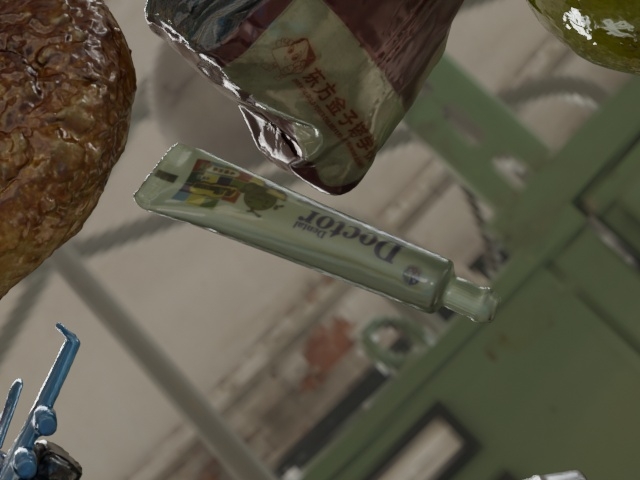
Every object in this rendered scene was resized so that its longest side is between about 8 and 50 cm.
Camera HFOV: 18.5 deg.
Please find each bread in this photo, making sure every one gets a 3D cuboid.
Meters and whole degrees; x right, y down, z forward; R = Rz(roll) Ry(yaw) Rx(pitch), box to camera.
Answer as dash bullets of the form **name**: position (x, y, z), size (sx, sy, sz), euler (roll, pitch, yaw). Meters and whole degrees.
- **bread**: position (-0.153, -0.037, 0.752), size (0.193, 0.193, 0.064), euler (-42, -52, -5)

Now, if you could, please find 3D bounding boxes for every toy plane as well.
- **toy plane**: position (-0.225, 0.186, 1.350), size (0.105, 0.271, 0.254), euler (31, -85, -24)

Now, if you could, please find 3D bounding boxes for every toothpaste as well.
- **toothpaste**: position (0.000, 0.000, 1.319), size (0.037, 0.255, 0.067), euler (100, -164, -49)

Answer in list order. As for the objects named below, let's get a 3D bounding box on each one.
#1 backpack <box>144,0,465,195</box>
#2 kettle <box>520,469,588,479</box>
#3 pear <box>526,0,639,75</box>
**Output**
- **backpack**: position (0.018, -0.236, 1.771), size (0.317, 0.197, 0.283), euler (-51, -36, -6)
- **kettle**: position (0.099, 0.351, 1.808), size (0.324, 0.228, 0.321), euler (-11, -6, -2)
- **pear**: position (0.227, -0.242, 1.288), size (0.253, 0.253, 0.307), euler (-26, -33, -27)
